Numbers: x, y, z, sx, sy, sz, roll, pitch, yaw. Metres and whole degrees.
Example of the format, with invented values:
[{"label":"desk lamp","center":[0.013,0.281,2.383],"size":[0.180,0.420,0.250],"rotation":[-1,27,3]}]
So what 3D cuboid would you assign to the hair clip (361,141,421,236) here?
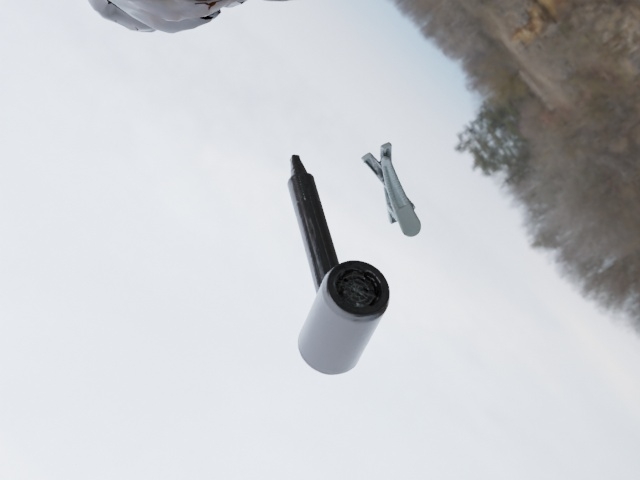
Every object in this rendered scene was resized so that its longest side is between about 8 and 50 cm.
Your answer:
[{"label":"hair clip","center":[0.070,-0.046,0.733],"size":[0.039,0.030,0.115],"rotation":[51,176,40]}]

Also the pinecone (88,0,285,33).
[{"label":"pinecone","center":[-0.049,-0.226,0.327],"size":[0.242,0.298,0.296],"rotation":[25,-178,-9]}]

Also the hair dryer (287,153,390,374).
[{"label":"hair dryer","center":[0.000,0.000,0.825],"size":[0.070,0.128,0.255],"rotation":[-6,-120,-19]}]
